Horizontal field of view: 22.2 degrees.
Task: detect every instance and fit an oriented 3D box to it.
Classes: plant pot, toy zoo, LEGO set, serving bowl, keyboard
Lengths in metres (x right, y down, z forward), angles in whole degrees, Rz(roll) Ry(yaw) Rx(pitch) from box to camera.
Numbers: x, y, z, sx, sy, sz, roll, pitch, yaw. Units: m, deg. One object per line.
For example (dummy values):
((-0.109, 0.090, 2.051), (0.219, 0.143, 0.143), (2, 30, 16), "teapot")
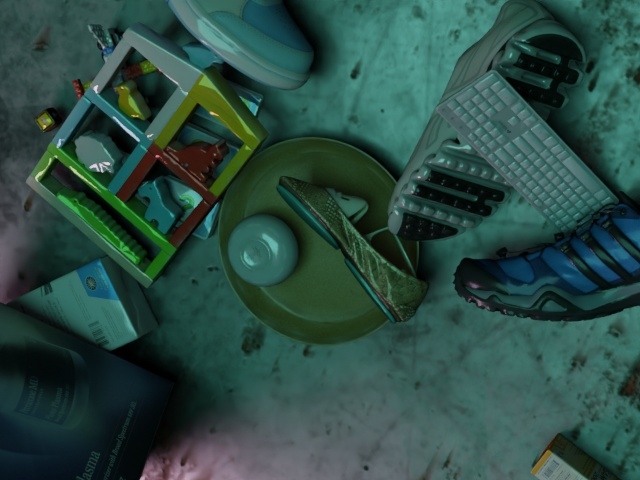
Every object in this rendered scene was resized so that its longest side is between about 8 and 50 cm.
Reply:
((0.000, 0.000, 1.817), (0.236, 0.032, 0.236), (4, 102, 19), "plant pot")
((-0.186, -0.107, 1.818), (0.192, 0.030, 0.293), (41, 121, 1), "toy zoo")
((-0.208, -0.129, 1.849), (0.244, 0.060, 0.182), (26, 107, 12), "LEGO set")
((-0.068, 0.013, 1.811), (0.083, 0.027, 0.083), (5, 104, 20), "serving bowl")
((0.218, -0.079, 1.649), (0.072, 0.014, 0.256), (-29, 130, 27), "keyboard")

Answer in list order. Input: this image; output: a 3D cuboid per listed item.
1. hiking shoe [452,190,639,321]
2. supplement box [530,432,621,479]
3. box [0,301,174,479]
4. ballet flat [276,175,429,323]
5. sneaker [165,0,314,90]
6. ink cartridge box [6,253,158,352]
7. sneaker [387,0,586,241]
((0.289, 0.014, 1.686), (0.304, 0.113, 0.132), (0, 94, 10), "hiking shoe")
((0.280, 0.257, 1.757), (0.098, 0.062, 0.036), (37, 110, 8), "supplement box")
((-0.353, 0.239, 1.796), (0.294, 0.296, 0.182), (25, 125, -8), "box")
((0.040, -0.004, 1.758), (0.067, 0.073, 0.206), (-41, 89, -5), "ballet flat")
((-0.081, -0.327, 1.722), (0.319, 0.127, 0.208), (48, 114, 4), "sneaker")
((-0.296, 0.094, 1.928), (0.180, 0.060, 0.104), (-24, 94, 23), "ink cartridge box")
((0.162, -0.121, 1.695), (0.110, 0.118, 0.292), (20, 120, -29), "sneaker")
